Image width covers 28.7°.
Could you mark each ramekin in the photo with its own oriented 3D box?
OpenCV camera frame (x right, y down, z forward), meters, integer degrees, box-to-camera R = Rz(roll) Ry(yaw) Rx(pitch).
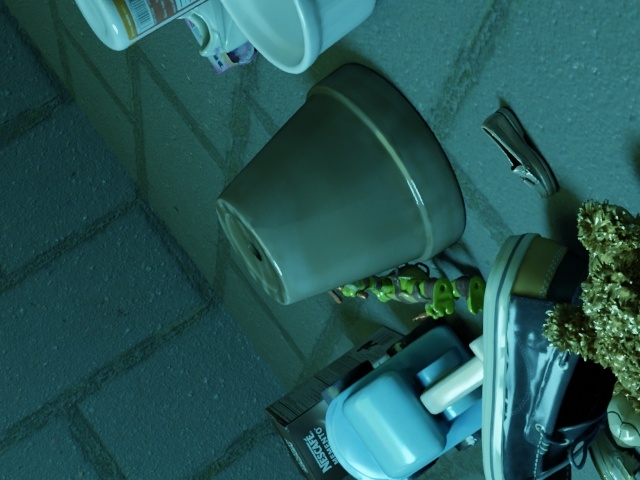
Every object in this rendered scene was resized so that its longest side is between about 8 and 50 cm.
[{"bbox_3d":[-0.046,-0.373,1.656,0.277,0.135,0.277,50,163,21],"label":"ramekin"}]

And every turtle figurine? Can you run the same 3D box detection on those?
[{"bbox_3d":[0.158,0.078,1.965,0.269,0.087,0.217,17,171,-36],"label":"turtle figurine"}]

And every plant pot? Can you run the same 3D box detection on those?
[{"bbox_3d":[0.008,-0.056,1.867,0.323,0.280,0.323,51,165,20],"label":"plant pot"}]

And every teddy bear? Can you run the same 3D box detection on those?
[{"bbox_3d":[0.354,0.108,1.352,0.245,0.113,0.338,26,136,22],"label":"teddy bear"}]

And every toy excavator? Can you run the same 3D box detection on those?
[{"bbox_3d":[0.183,0.253,2.000,0.222,0.433,0.445,55,-168,5],"label":"toy excavator"}]

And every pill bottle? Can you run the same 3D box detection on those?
[{"bbox_3d":[-0.186,-0.330,1.506,0.121,0.216,0.121,49,162,22],"label":"pill bottle"}]

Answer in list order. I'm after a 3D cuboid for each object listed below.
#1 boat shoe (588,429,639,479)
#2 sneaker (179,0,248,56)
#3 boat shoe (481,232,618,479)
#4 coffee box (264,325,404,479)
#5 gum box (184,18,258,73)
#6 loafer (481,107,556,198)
[{"bbox_3d":[0.434,0.334,1.793,0.063,0.059,0.170,62,-176,-65],"label":"boat shoe"},{"bbox_3d":[-0.201,-0.433,1.963,0.305,0.152,0.114,61,166,-13],"label":"sneaker"},{"bbox_3d":[0.309,0.208,1.638,0.156,0.187,0.500,13,133,23],"label":"boat shoe"},{"bbox_3d":[0.064,0.325,2.418,0.168,0.297,0.119,62,163,-21],"label":"coffee box"},{"bbox_3d":[-0.185,-0.383,2.177,0.188,0.062,0.107,58,164,-8],"label":"gum box"},{"bbox_3d":[0.240,-0.101,1.528,0.125,0.039,0.045,57,163,-4],"label":"loafer"}]
